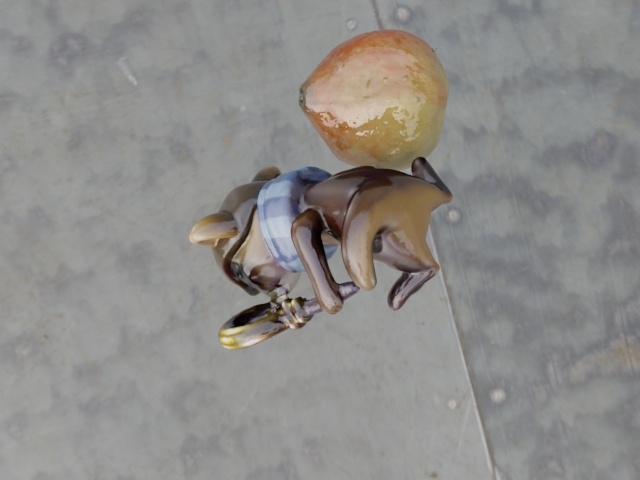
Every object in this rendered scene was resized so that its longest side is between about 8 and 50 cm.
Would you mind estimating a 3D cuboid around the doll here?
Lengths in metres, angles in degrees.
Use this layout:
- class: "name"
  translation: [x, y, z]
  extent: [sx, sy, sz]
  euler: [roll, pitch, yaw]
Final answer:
- class: "doll"
  translation: [0.002, 0.003, 1.252]
  extent: [0.340, 0.318, 0.209]
  euler: [-4, 127, 27]

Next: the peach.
- class: "peach"
  translation: [0.077, -0.210, 1.339]
  extent: [0.233, 0.232, 0.232]
  euler: [1, 106, 4]
